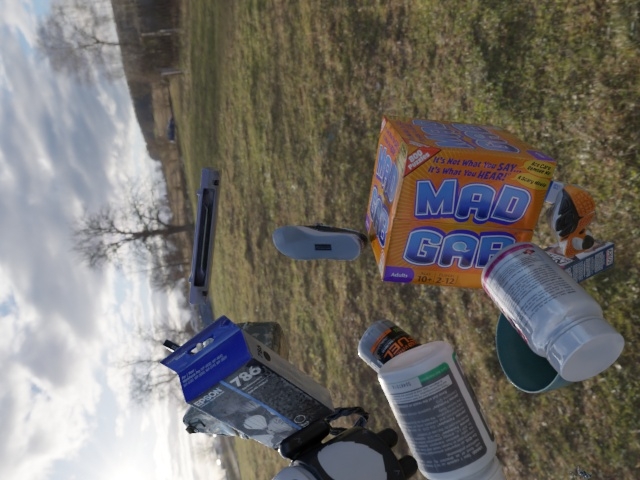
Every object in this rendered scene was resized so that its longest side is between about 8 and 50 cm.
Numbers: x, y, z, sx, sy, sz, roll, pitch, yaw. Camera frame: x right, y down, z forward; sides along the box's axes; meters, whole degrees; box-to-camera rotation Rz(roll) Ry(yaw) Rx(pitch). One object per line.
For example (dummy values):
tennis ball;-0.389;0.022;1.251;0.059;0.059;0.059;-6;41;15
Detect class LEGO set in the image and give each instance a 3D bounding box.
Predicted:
LEGO set;0.980;0.882;1.774;0.054;0.023;0.083;42;134;26

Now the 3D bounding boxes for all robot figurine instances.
robot figurine;0.038;0.431;0.808;0.209;0.278;0.174;7;107;53

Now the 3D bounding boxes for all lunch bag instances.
lunch bag;-0.234;0.385;1.325;0.213;0.255;0.305;82;-171;-45

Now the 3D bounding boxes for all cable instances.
cable;0.097;0.662;1.720;0.047;0.184;0.151;-92;-19;-60

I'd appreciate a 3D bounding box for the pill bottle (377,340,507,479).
pill bottle;0.304;0.453;1.170;0.361;0.204;0.204;66;164;5

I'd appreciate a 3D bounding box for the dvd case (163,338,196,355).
dvd case;-0.425;0.422;1.653;0.030;0.179;0.239;-62;-21;-22

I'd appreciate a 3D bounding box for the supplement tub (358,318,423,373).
supplement tub;0.330;0.487;1.911;0.338;0.207;0.207;34;139;41

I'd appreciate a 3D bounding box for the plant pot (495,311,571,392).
plant pot;0.695;0.304;1.407;0.290;0.195;0.291;-173;90;-75

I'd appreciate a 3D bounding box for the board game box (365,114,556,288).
board game box;0.343;-0.114;1.298;0.356;0.356;0.357;-95;11;-64

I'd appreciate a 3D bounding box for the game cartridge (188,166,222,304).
game cartridge;-0.320;-0.024;1.314;0.230;0.068;0.356;-146;62;-73

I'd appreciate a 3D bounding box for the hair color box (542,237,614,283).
hair color box;0.975;0.089;1.882;0.174;0.347;0.105;29;134;60

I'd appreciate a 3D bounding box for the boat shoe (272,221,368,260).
boat shoe;0.000;-0.004;1.489;0.105;0.306;0.113;-34;-60;-59

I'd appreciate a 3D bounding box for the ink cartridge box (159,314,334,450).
ink cartridge box;-0.132;0.288;0.914;0.332;0.165;0.065;45;-165;-33

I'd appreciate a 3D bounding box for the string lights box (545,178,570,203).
string lights box;0.761;-0.205;1.716;0.259;0.133;0.077;30;112;39

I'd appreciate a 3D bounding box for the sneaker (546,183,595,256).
sneaker;0.596;-0.065;1.164;0.262;0.099;0.121;52;-165;-49

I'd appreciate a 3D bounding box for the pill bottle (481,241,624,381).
pill bottle;0.481;0.144;1.004;0.283;0.160;0.161;-113;17;-52
